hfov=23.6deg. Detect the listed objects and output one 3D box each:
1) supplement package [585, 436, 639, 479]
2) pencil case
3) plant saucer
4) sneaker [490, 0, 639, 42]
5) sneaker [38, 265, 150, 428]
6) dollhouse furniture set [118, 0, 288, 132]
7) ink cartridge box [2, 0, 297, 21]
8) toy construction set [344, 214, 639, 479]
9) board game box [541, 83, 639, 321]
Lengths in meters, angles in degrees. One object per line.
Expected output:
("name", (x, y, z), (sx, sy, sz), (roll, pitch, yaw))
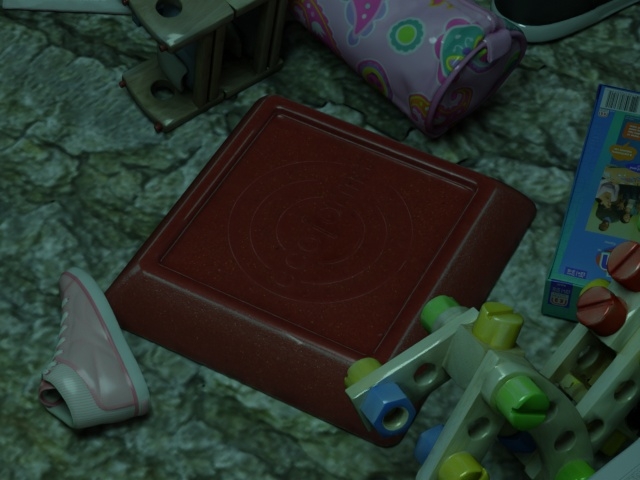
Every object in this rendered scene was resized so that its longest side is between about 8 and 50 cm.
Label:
("supplement package", (0.232, 0.200, 0.927), (0.244, 0.134, 0.139), (-30, 53, -30))
("pencil case", (0.036, -0.215, 1.270), (0.124, 0.124, 0.284), (-35, 69, -24))
("plant saucer", (0.000, 0.000, 1.171), (0.259, 0.048, 0.258), (22, 55, 19))
("sneaker", (0.274, -0.294, 1.337), (0.295, 0.147, 0.104), (-31, 55, -23))
("sneaker", (-0.179, 0.079, 1.107), (0.070, 0.051, 0.134), (-19, 57, -20))
("dollhouse furniture set", (-0.131, -0.213, 1.269), (0.129, 0.129, 0.184), (-32, 71, -22))
("ink cartridge box", (-0.131, -0.318, 1.418), (0.296, 0.066, 0.261), (3, 77, 4))
("toy construction set", (0.191, 0.043, 0.996), (0.327, 0.215, 0.151), (-44, 39, 20))
("board game box", (0.270, -0.019, 1.178), (0.160, 0.047, 0.210), (14, 52, 11))
